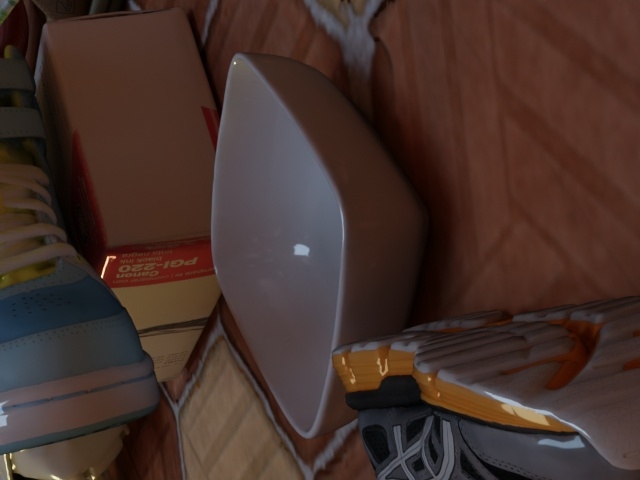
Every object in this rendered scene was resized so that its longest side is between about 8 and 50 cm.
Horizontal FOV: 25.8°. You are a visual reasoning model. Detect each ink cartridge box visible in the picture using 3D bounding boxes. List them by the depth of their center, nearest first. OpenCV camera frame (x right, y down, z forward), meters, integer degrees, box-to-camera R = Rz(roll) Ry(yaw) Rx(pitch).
[{"bbox_3d":[-0.126,-0.017,0.872,0.218,0.092,0.158,118,138,-58],"label":"ink cartridge box"}]

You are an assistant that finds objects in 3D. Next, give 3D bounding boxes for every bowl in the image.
[{"bbox_3d":[0.000,0.000,0.621,0.142,0.053,0.142,-122,32,-44],"label":"bowl"}]

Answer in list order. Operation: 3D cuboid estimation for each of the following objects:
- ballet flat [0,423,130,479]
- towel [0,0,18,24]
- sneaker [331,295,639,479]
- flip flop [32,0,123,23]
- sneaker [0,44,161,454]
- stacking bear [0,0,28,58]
[{"bbox_3d":[-0.202,0.157,1.074,0.400,0.139,0.139,96,155,-52],"label":"ballet flat"},{"bbox_3d":[-0.255,-0.215,1.108,0.152,0.023,0.113,-44,49,19],"label":"towel"},{"bbox_3d":[0.066,0.066,0.460,0.215,0.084,0.083,162,97,-77],"label":"sneaker"},{"bbox_3d":[-0.186,-0.193,0.964,0.277,0.080,0.112,105,148,-45],"label":"flip flop"},{"bbox_3d":[-0.179,-0.012,0.721,0.319,0.127,0.208,11,110,64],"label":"sneaker"},{"bbox_3d":[-0.321,-0.073,1.253,0.164,0.175,0.289,41,148,32],"label":"stacking bear"}]
